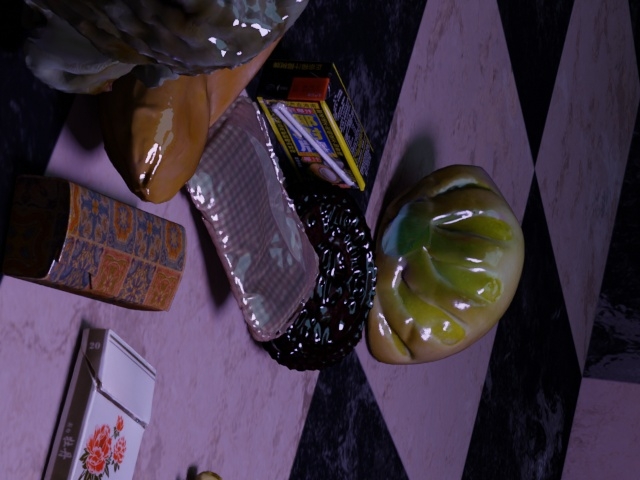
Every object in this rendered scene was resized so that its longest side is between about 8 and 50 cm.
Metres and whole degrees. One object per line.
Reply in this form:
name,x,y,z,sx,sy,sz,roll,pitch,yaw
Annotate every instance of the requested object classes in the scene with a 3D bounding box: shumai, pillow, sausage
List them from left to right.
shumai,-0.122,-0.207,1.256,0.189,0.256,0.218,-46,174,-28
sausage,-0.095,-0.167,1.476,0.134,0.116,0.354,97,15,-46
pillow,-0.059,-0.017,1.681,0.135,0.034,0.211,-59,135,-44

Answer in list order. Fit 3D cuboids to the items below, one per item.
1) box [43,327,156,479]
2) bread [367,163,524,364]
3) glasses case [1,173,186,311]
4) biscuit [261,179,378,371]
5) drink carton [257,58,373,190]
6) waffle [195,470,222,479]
box,-0.178,0.177,1.458,0.109,0.029,0.198,54,45,-63
bread,0.155,0.024,2.191,0.158,0.156,0.260,59,39,-62
glasses case,-0.166,0.006,1.413,0.218,0.049,0.075,25,71,-70
biscuit,-0.007,0.034,1.827,0.194,0.053,0.194,-5,96,-54
drink carton,-0.004,-0.111,1.821,0.165,0.071,0.056,60,37,-57
waffle,-0.109,0.298,1.678,0.191,0.038,0.191,6,90,-70
